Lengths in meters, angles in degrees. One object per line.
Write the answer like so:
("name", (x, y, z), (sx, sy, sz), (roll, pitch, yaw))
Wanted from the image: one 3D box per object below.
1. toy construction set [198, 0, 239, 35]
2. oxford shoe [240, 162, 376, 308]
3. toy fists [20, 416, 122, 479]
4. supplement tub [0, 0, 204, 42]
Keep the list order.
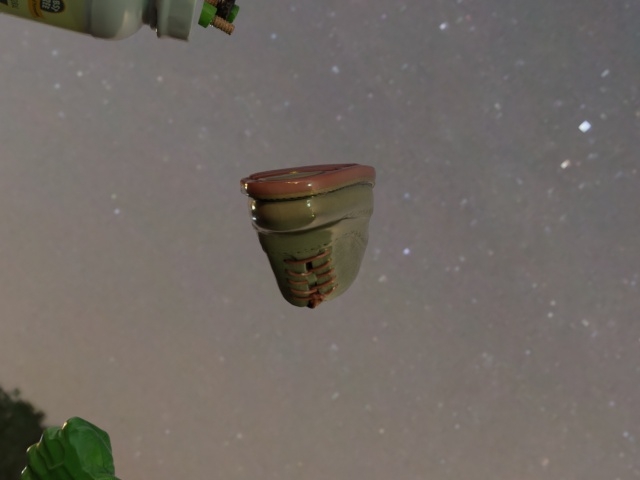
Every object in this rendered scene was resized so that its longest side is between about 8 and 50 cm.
("toy construction set", (-0.182, -0.512, 1.723), (0.237, 0.308, 0.257), (27, 11, -15))
("oxford shoe", (0.000, 0.000, 1.094), (0.348, 0.123, 0.130), (28, 58, -81))
("toy fists", (-0.322, 0.348, 1.380), (0.142, 0.096, 0.279), (40, -64, 41))
("supplement tub", (-0.253, -0.316, 1.023), (0.325, 0.235, 0.235), (13, -22, -6))
